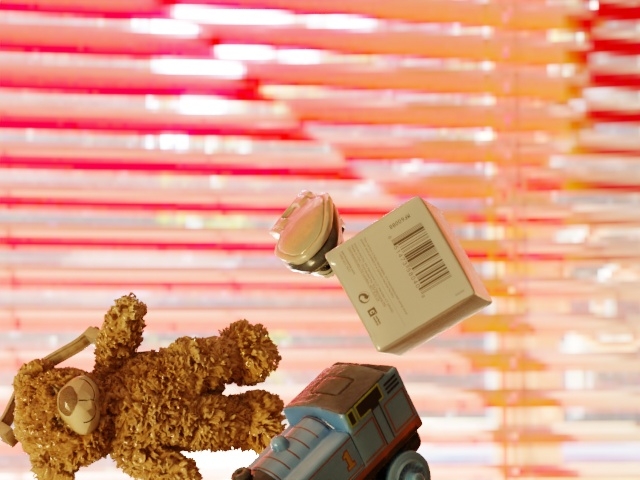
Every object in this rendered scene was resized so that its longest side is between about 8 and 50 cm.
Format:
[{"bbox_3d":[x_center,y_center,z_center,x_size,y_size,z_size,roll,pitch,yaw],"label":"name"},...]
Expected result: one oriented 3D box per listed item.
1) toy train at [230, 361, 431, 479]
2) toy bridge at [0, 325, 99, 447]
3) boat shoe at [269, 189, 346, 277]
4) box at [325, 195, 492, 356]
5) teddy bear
[{"bbox_3d":[0.000,0.166,1.103,0.080,0.105,0.184,-2,31,48],"label":"toy train"},{"bbox_3d":[-0.344,0.176,2.033,0.063,0.188,0.026,19,-31,45],"label":"toy bridge"},{"bbox_3d":[0.000,0.000,1.697,0.079,0.084,0.233,44,2,-8],"label":"boat shoe"},{"bbox_3d":[0.077,0.033,1.400,0.102,0.101,0.087,-32,-15,11],"label":"box"},{"bbox_3d":[-0.197,0.192,1.948,0.338,0.245,0.113,12,-5,-18],"label":"teddy bear"}]
